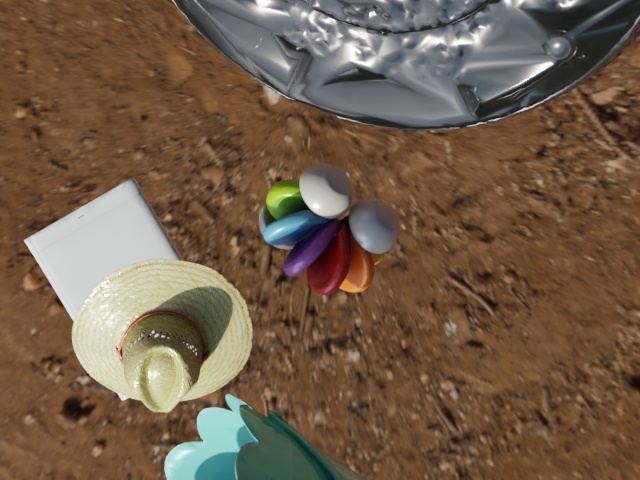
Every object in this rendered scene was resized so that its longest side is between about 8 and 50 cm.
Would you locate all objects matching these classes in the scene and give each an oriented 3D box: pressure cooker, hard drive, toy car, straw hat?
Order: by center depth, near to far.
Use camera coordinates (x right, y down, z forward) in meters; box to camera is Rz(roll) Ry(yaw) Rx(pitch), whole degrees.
[{"bbox_3d":[0.092,-0.319,0.812,0.375,0.420,0.370,37,133,-12],"label":"pressure cooker"},{"bbox_3d":[-0.115,0.088,0.865,0.144,0.061,0.144,-3,128,-4],"label":"straw hat"},{"bbox_3d":[0.000,0.000,1.558,0.182,0.159,0.136,36,51,-17],"label":"toy car"},{"bbox_3d":[-0.314,0.080,1.940,0.203,0.040,0.307,-30,97,1],"label":"hard drive"}]

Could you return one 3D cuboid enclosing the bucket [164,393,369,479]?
[{"bbox_3d":[-0.052,0.285,0.950,0.183,0.281,0.281,27,96,-15],"label":"bucket"}]
